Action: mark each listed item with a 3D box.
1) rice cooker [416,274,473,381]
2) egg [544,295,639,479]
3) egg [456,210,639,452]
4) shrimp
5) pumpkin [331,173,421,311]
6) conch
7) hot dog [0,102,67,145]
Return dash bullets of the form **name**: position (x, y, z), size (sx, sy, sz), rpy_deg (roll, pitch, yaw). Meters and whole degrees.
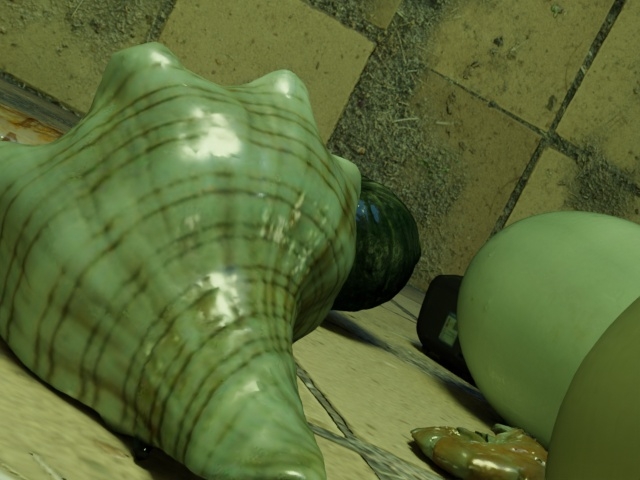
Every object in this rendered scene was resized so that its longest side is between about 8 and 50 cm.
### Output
- **rice cooker**: position (0.205, 0.113, 1.325), size (0.142, 0.118, 0.203), rpy_deg (26, 2, -39)
- **egg**: position (0.192, 0.100, 0.384), size (0.219, 0.219, 0.269), rpy_deg (28, 2, 0)
- **egg**: position (0.264, 0.100, 1.012), size (0.230, 0.230, 0.371), rpy_deg (26, 9, -29)
- **shrimp**: position (0.115, 0.148, 0.751), size (0.099, 0.041, 0.180), rpy_deg (13, 0, 16)
- **pumpkin**: position (-0.002, -0.002, 1.144), size (0.211, 0.152, 0.211), rpy_deg (21, 21, -8)
- **conch**: position (-0.068, -0.010, 0.532), size (0.203, 0.169, 0.386), rpy_deg (1, 7, -12)
- **hot dog**: position (-0.227, -0.056, 0.807), size (0.252, 0.069, 0.131), rpy_deg (25, 12, -8)
